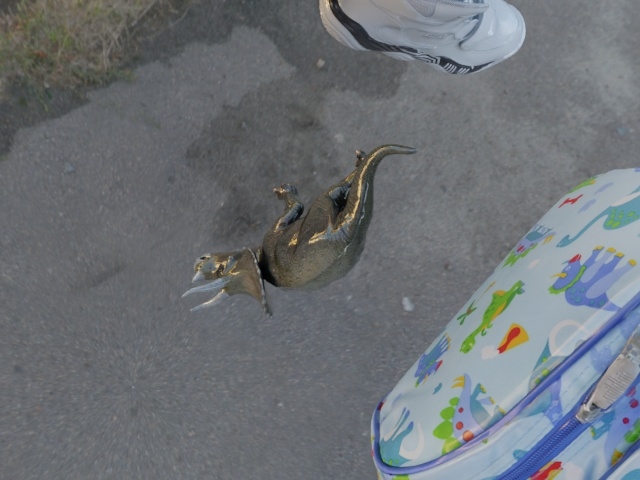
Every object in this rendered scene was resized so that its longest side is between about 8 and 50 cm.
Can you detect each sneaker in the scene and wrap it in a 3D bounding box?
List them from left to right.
[{"bbox_3d":[0.200,-0.337,0.948,0.365,0.210,0.138,0,88,-29],"label":"sneaker"}]

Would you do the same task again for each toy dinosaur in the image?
[{"bbox_3d":[0.000,0.000,0.722,0.121,0.313,0.160,41,49,-31],"label":"toy dinosaur"}]

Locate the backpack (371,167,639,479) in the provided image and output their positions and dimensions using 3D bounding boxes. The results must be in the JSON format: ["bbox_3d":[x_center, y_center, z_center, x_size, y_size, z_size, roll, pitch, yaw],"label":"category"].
[{"bbox_3d":[0.201,0.095,0.427,0.273,0.290,0.356,25,102,-4],"label":"backpack"}]
